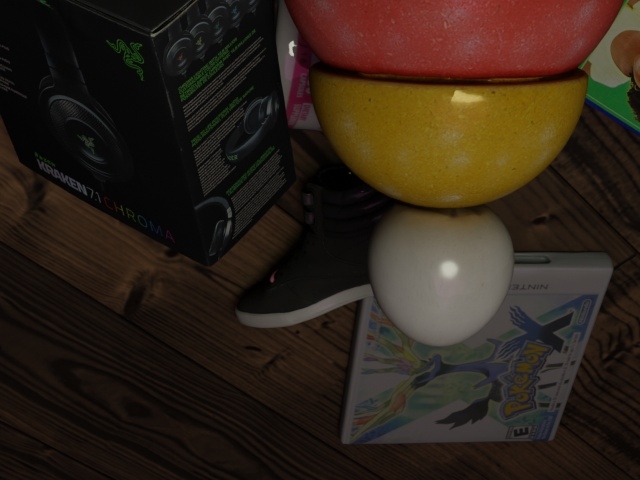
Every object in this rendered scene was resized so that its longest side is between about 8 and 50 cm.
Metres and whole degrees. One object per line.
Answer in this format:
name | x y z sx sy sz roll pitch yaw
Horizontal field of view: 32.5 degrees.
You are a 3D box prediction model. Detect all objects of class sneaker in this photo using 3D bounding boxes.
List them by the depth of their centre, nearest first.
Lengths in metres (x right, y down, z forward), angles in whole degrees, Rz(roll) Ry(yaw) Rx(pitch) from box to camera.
sneaker | 0.000 0.000 1.219 0.296 0.104 0.147 -20 104 35

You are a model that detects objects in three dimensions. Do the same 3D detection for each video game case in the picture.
video game case | 0.187 0.145 1.400 0.300 0.036 0.329 0 132 -7

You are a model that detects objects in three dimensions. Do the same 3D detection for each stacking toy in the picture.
stacking toy | 0.089 -0.147 0.823 0.351 0.350 0.479 1 104 -8

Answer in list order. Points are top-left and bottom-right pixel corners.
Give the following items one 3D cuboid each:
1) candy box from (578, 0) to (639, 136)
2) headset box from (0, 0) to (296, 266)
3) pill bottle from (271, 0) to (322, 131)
candy box | 0.395 -0.138 0.944 0.317 0.268 0.122 33 128 7
headset box | -0.165 -0.154 0.922 0.246 0.131 0.283 28 148 24
pill bottle | 0.087 -0.173 1.023 0.283 0.160 0.160 4 131 -11
